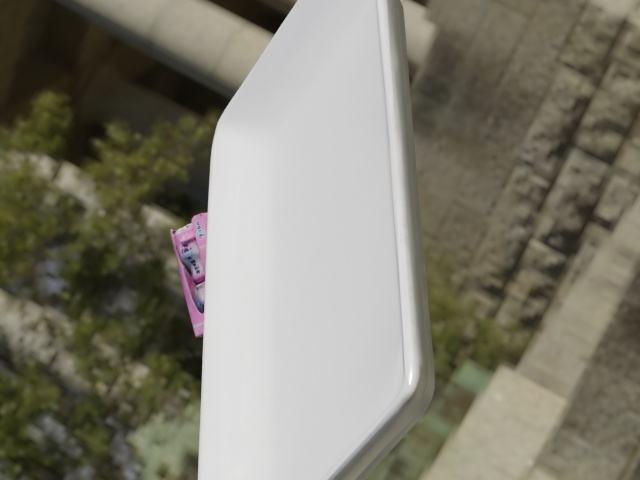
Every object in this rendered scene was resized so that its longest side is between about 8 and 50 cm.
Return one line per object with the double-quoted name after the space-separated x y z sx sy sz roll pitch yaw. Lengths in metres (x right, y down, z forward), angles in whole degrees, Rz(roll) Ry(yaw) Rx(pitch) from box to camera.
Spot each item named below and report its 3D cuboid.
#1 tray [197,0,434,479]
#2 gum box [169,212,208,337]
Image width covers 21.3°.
0.000 0.000 0.637 0.145 0.030 0.270 -53 25 37 "tray"
-0.052 0.025 1.646 0.188 0.107 0.062 -8 -11 -41 "gum box"
